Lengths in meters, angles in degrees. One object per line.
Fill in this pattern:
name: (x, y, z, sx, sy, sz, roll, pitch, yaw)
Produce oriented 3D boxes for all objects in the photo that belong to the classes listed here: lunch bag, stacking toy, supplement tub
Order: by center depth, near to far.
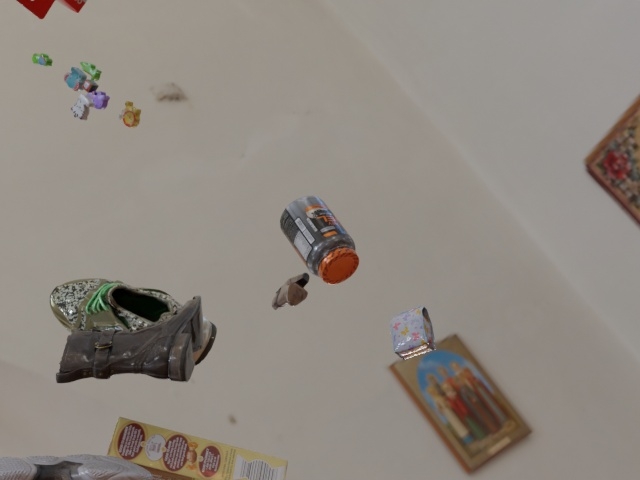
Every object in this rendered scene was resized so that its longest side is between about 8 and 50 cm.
lunch bag: (0.169, 0.167, 1.639, 0.071, 0.083, 0.053, -22, -35, 21)
supplement tub: (0.000, 0.000, 1.944, 0.117, 0.190, 0.117, -21, -40, -19)
stacking toy: (-0.521, -0.334, 1.985, 0.052, 0.221, 0.167, -54, -22, 19)

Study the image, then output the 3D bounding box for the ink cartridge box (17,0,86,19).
ink cartridge box: (-0.461, -0.514, 1.624, 0.231, 0.078, 0.134, -56, -29, -2)

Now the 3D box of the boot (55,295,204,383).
boot: (-0.327, 0.168, 1.562, 0.228, 0.091, 0.263, 0, 21, 3)

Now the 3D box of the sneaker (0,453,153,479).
sneaker: (-0.393, 0.409, 1.350, 0.268, 0.153, 0.101, 5, 1, -23)

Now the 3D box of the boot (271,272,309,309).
boot: (-0.065, 0.111, 1.759, 0.087, 0.042, 0.118, -38, 10, 32)

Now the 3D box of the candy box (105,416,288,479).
candy box: (-0.237, 0.436, 1.628, 0.316, 0.088, 0.183, 17, -44, -8)

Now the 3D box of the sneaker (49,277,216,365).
sneaker: (-0.419, 0.132, 1.894, 0.158, 0.410, 0.182, -64, -29, -30)
